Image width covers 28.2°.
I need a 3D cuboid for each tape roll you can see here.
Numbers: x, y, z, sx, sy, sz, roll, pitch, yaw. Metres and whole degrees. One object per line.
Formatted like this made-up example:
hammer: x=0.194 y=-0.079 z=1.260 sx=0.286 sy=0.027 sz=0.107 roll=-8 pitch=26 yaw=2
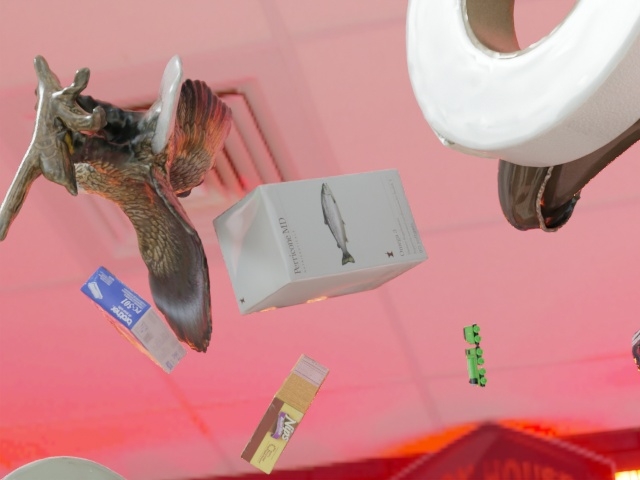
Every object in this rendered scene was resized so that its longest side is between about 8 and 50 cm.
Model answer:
tape roll: x=0.223 y=-0.262 z=1.214 sx=0.072 sy=0.392 sz=0.392 roll=14 pitch=-39 yaw=-31

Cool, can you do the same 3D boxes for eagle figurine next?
eagle figurine: x=-0.168 y=-0.055 z=1.227 sx=0.226 sy=0.225 sz=0.298 roll=-53 pitch=-45 yaw=0

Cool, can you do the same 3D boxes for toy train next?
toy train: x=0.198 y=0.148 z=1.636 sx=0.023 sy=0.083 sz=0.017 roll=-6 pitch=-9 yaw=-2

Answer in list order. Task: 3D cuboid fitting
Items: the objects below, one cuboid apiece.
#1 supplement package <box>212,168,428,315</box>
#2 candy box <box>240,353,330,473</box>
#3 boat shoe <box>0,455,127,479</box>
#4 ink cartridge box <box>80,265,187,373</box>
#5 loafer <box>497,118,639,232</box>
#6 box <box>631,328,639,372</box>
supplement package: x=0.000 y=0.000 z=1.293 sx=0.179 sy=0.105 sz=0.105 roll=-9 pitch=-14 yaw=-36
candy box: x=-0.049 y=0.245 z=1.818 sx=0.053 sy=0.187 sz=0.109 roll=31 pitch=-73 yaw=4
boat shoe: x=-0.036 y=0.173 z=0.443 sx=0.227 sy=0.079 sz=0.081 roll=42 pitch=-39 yaw=14
ink cartridge box: x=-0.254 y=0.112 z=1.750 sx=0.097 sy=0.046 sz=0.207 roll=36 pitch=-13 yaw=20
loafer: x=0.296 y=-0.146 z=1.311 sx=0.130 sy=0.133 sz=0.366 roll=36 pitch=-54 yaw=24
box: x=0.680 y=0.103 z=1.435 sx=0.479 sy=0.298 sz=0.472 roll=-14 pitch=-24 yaw=-11
